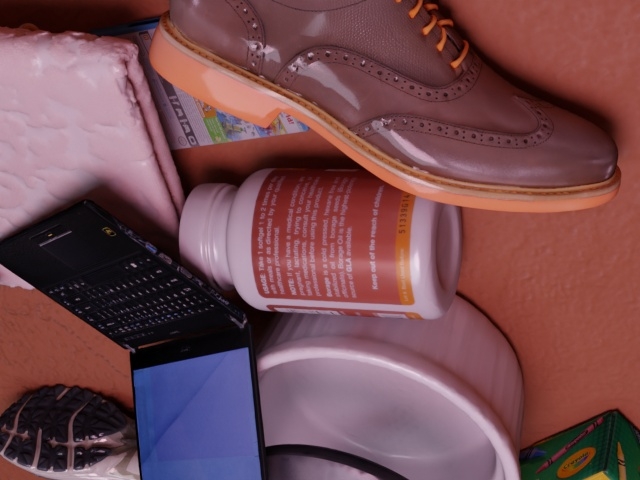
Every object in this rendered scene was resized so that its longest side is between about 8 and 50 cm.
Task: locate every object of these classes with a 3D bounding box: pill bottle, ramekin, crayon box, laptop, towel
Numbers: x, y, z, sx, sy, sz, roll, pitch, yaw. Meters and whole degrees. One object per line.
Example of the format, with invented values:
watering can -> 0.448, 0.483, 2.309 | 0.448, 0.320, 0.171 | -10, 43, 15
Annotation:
pill bottle -> 0.000, 0.000, 1.041 | 0.216, 0.121, 0.121 | 2, 129, 19
ramekin -> 0.052, 0.158, 1.143 | 0.277, 0.135, 0.277 | 10, 130, 12
crayon box -> 0.223, 0.288, 1.221 | 0.165, 0.081, 0.278 | 43, 130, -17
laptop -> -0.172, 0.111, 1.089 | 0.264, 0.136, 0.234 | 38, 151, -22
towel -> -0.274, -0.066, 1.102 | 0.332, 0.053, 0.317 | 6, 142, 17

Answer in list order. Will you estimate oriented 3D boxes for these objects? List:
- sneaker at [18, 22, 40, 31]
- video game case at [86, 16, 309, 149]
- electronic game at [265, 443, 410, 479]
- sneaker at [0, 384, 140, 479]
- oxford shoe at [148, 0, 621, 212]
sneaker -> -0.236, -0.149, 1.062 | 0.032, 0.037, 0.083 | -14, 129, 1
video game case -> -0.101, -0.132, 1.042 | 0.166, 0.015, 0.119 | -6, 125, 25
electronic game -> 0.020, 0.255, 1.110 | 0.229, 0.048, 0.229 | 15, 139, 13
sneaker -> -0.215, 0.242, 1.334 | 0.283, 0.110, 0.122 | 9, 134, 14
oxford shoe -> 0.060, -0.125, 0.916 | 0.364, 0.130, 0.132 | 19, 119, -3
